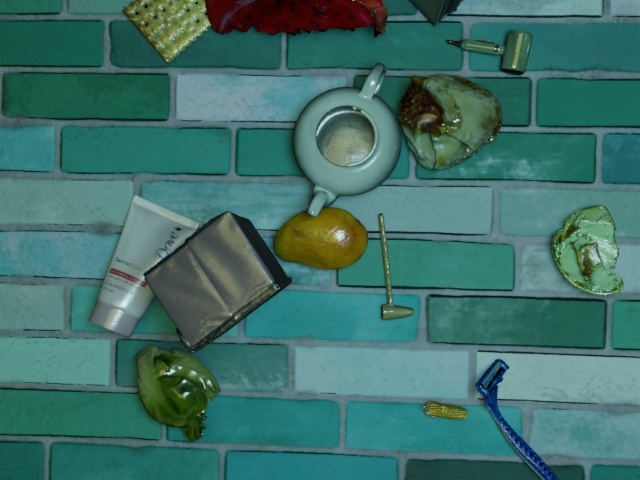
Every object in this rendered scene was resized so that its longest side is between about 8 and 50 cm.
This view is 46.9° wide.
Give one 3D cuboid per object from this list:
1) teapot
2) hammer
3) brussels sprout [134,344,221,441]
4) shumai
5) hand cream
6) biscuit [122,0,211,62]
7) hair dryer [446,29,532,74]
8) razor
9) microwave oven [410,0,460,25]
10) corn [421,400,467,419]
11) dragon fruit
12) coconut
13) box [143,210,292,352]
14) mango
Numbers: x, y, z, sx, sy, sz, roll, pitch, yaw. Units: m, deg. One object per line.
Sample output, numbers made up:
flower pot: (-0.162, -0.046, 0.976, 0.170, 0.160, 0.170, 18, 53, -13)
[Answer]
teapot: (0.047, -0.176, 1.296, 0.193, 0.129, 0.294, 24, 91, 3)
hammer: (0.132, 0.045, 1.345, 0.060, 0.028, 0.195, -6, 88, -2)
brussels sprout: (-0.269, 0.273, 1.338, 0.181, 0.100, 0.139, 43, 112, -8)
shumai: (0.227, -0.221, 1.280, 0.184, 0.142, 0.184, 0, 92, 7)
hand cream: (-0.329, 0.052, 1.352, 0.133, 0.083, 0.247, 22, 82, 1)
biscuit: (-0.238, -0.453, 1.370, 0.231, 0.016, 0.139, -41, 88, 2)
hair dryer: (0.299, -0.346, 1.327, 0.150, 0.047, 0.071, 12, 92, 10)
razor: (0.373, 0.372, 1.321, 0.056, 0.093, 0.324, -31, 93, 43)
microwave oven: (0.251, -0.514, 1.256, 0.240, 0.194, 0.145, -42, 89, 0)
corn: (0.224, 0.309, 1.336, 0.083, 0.028, 0.027, 9, 111, 3)
dragon fruit: (-0.056, -0.492, 1.266, 0.344, 0.100, 0.282, 2, 98, 16)
coconut: (0.471, 0.017, 1.308, 0.133, 0.055, 0.158, 5, 89, 5)
box: (-0.164, 0.066, 1.247, 0.188, 0.252, 0.153, -37, 87, 4)
mango: (0.003, -0.007, 1.323, 0.165, 0.089, 0.115, 12, 100, 6)
